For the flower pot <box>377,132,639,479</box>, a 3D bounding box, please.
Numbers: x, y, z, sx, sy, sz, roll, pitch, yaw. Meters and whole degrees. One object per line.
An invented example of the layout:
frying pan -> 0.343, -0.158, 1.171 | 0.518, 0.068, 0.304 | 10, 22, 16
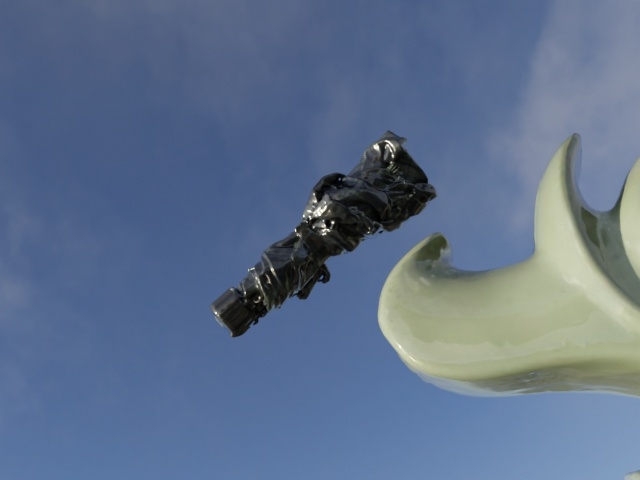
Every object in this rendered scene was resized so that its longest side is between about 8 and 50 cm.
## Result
flower pot -> 0.233, 0.091, 0.481 | 0.254, 0.367, 0.164 | -42, -24, 1

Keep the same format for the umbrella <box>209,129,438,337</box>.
umbrella -> -0.001, -0.001, 0.645 | 0.224, 0.071, 0.080 | -39, -78, -5
